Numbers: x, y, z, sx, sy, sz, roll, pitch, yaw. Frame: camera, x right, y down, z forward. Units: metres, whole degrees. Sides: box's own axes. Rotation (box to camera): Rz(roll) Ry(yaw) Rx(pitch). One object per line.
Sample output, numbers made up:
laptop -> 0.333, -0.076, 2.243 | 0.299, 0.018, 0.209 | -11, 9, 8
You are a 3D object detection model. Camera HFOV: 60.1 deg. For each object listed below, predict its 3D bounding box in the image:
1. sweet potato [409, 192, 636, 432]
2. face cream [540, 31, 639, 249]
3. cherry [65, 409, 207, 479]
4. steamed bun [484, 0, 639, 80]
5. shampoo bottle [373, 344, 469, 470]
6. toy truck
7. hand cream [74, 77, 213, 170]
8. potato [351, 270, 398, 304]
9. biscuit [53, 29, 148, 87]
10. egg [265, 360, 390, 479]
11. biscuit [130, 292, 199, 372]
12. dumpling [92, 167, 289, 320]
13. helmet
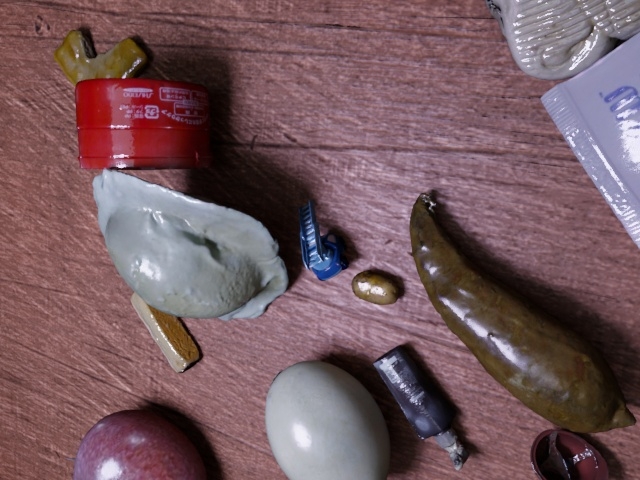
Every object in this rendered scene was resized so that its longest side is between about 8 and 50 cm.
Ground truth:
sweet potato -> 0.258, 0.113, 0.799 | 0.423, 0.130, 0.130 | 48, 115, 20
face cream -> 0.470, -0.184, 0.574 | 0.420, 0.137, 0.235 | -38, 78, 41
cherry -> -0.358, 0.469, 1.094 | 0.307, 0.221, 0.261 | 20, 116, 7
steamed bun -> 0.315, -0.332, 0.683 | 0.211, 0.144, 0.218 | -23, 120, 33
shampoo bottle -> 0.167, 0.270, 0.896 | 0.057, 0.063, 0.208 | -42, 81, 36
toy truck -> 0.000, 0.000, 0.933 | 0.063, 0.074, 0.136 | -32, 44, 24
hand cream -> -0.298, -0.195, 0.945 | 0.230, 0.230, 0.150 | 7, 102, 24
potato -> 0.089, 0.079, 0.911 | 0.083, 0.040, 0.051 | 18, 118, 23
biscuit -> -0.433, -0.354, 1.081 | 0.183, 0.039, 0.174 | 49, 116, 9
egg -> 0.012, 0.315, 0.907 | 0.186, 0.186, 0.253 | -42, 78, 25
biscuit -> -0.314, 0.178, 1.112 | 0.056, 0.052, 0.188 | -40, 81, 42
dumpling -> -0.211, 0.030, 0.926 | 0.270, 0.320, 0.212 | 21, 93, 38
helmet -> 0.358, 0.334, 0.820 | 0.111, 0.057, 0.089 | 28, 67, 14
